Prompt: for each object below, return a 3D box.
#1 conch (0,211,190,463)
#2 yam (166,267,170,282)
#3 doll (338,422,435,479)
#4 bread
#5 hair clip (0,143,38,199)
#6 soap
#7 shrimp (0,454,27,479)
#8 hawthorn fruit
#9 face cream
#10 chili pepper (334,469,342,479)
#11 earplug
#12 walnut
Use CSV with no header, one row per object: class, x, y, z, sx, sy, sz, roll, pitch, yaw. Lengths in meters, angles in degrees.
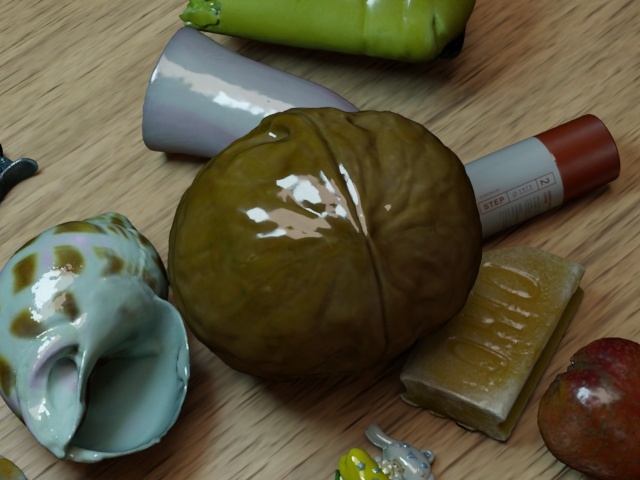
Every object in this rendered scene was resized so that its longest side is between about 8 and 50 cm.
conch,-0.266,0.100,1.768,0.249,0.197,0.368,25,62,-10
yam,-0.113,-0.034,1.895,0.234,0.027,0.029,-47,58,6
doll,0.087,0.271,1.702,0.135,0.071,0.113,28,43,15
bread,0.027,-0.347,2.020,0.377,0.208,0.251,13,16,12
hair clip,-0.466,-0.033,1.975,0.070,0.039,0.229,26,62,20
soap,0.206,0.111,1.790,0.140,0.073,0.232,22,59,20
shrimp,-0.412,0.305,1.726,0.161,0.049,0.166,-29,56,-18
hawthorn fruit,0.349,0.208,1.680,0.203,0.162,0.162,40,66,8
face cream,0.263,-0.079,1.906,0.214,0.096,0.096,-23,56,-11
chili pepper,0.013,0.297,1.710,0.027,0.022,0.083,38,60,-10
earplug,-0.060,-0.155,1.958,0.301,0.172,0.172,18,58,11
walnut,0.000,0.000,1.717,0.354,0.398,0.308,-28,94,-17
